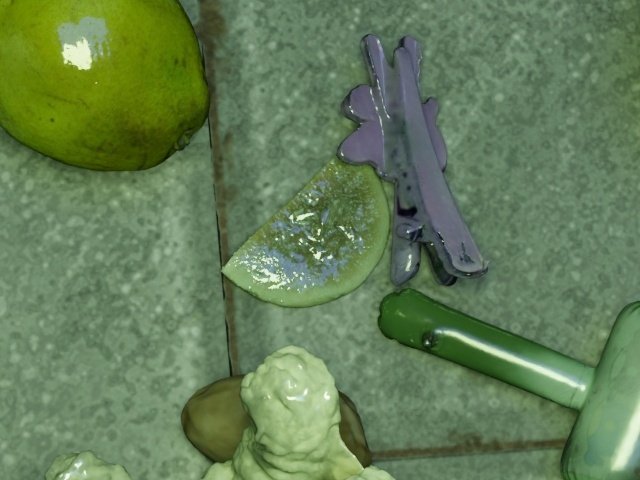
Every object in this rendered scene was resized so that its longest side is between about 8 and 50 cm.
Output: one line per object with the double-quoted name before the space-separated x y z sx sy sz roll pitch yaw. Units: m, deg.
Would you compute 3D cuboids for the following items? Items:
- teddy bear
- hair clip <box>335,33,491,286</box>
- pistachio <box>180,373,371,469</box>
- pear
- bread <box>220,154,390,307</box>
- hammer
"teddy bear" -0.149 0.317 1.624 0.362 0.375 0.327 -23 68 -29
"hair clip" 0.084 -0.070 1.880 0.137 0.090 0.278 -3 64 -30
"pistachio" -0.039 0.181 1.793 0.185 0.126 0.108 20 29 0
"pear" -0.227 -0.179 1.807 0.269 0.212 0.212 43 72 -1
"bread" 0.005 0.000 1.883 0.112 0.036 0.193 45 72 3
"hammer" 0.214 0.122 1.844 0.335 0.119 0.206 21 85 7
